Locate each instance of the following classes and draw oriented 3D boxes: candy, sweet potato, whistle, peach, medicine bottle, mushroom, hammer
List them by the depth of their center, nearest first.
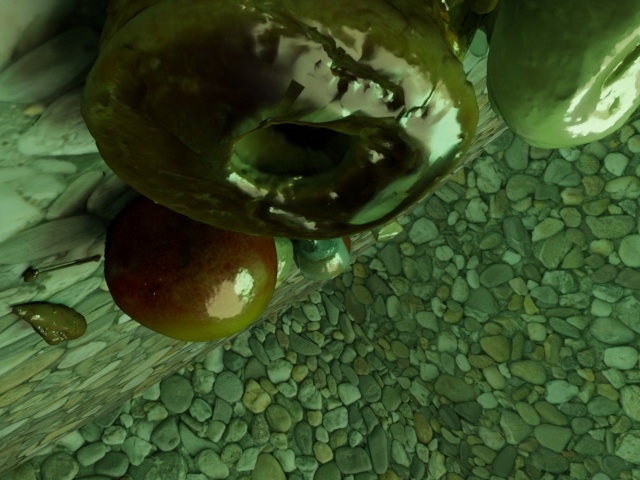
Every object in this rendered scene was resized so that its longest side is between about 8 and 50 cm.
[{"bbox_3d":[-0.175,0.029,0.731,0.231,0.231,0.231,-35,171,-6],"label":"peach"},{"bbox_3d":[-0.360,0.036,0.751,0.029,0.014,0.123,-31,177,27],"label":"hammer"},{"bbox_3d":[0.174,-0.293,0.825,0.297,0.081,0.187,-48,168,15],"label":"candy"},{"bbox_3d":[-0.427,0.134,0.855,0.206,0.060,0.068,83,27,-68],"label":"sweet potato"},{"bbox_3d":[0.327,-0.380,0.974,0.118,0.074,0.055,-32,171,-25],"label":"medicine bottle"},{"bbox_3d":[0.128,-0.084,1.354,0.204,0.204,0.204,-35,171,-6],"label":"mushroom"},{"bbox_3d":[0.000,0.000,1.398,0.189,0.189,0.348,-35,164,-5],"label":"whistle"}]

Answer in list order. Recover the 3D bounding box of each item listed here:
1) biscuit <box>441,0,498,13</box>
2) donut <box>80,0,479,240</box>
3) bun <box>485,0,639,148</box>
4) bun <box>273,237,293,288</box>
[{"bbox_3d":[0.103,-0.270,0.589,0.366,0.115,0.268,-41,169,22],"label":"biscuit"},{"bbox_3d":[-0.026,-0.122,0.468,0.330,0.160,0.330,1,158,0],"label":"donut"},{"bbox_3d":[0.339,-0.309,0.731,0.361,0.213,0.361,-165,-90,-81],"label":"bun"},{"bbox_3d":[-0.151,0.074,1.352,0.222,0.127,0.222,-34,173,-4],"label":"bun"}]
